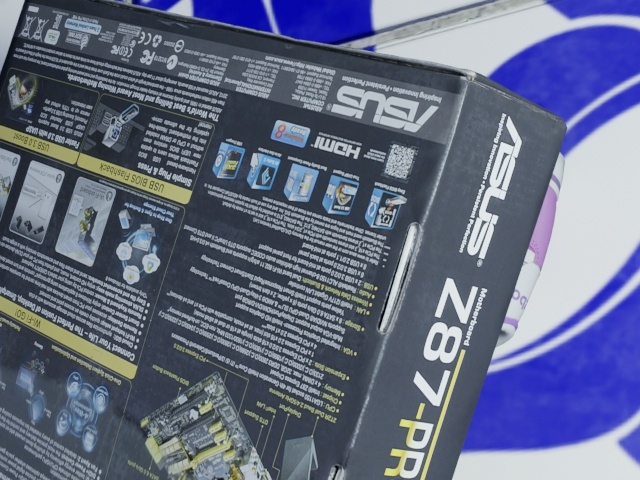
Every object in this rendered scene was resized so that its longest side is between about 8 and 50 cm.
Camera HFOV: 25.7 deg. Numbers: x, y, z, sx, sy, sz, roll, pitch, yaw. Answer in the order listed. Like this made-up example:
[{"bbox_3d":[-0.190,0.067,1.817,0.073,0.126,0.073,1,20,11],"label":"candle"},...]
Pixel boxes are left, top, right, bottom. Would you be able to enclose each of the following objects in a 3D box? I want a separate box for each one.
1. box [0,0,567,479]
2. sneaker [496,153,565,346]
[{"bbox_3d":[-0.081,0.034,0.802,0.395,0.097,0.318,18,89,45],"label":"box"},{"bbox_3d":[0.000,0.000,0.884,0.282,0.102,0.161,8,72,27],"label":"sneaker"}]
